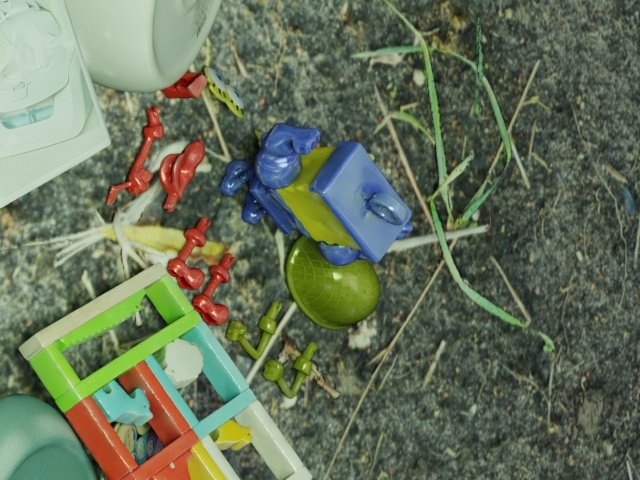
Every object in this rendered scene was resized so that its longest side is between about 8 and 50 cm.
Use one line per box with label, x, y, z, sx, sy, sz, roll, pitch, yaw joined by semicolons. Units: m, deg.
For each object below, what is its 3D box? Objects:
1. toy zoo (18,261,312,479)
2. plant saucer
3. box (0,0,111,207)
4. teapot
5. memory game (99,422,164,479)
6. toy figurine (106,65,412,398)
toy zoo;-0.121;0.175;1.753;0.293;0.030;0.192;55;37;2
plant saucer;-0.252;0.288;1.643;0.317;0.044;0.317;4;90;-71
box;-0.312;-0.156;1.470;0.127;0.262;0.231;-36;119;-40
teapot;-0.187;-0.259;1.671;0.256;0.187;0.252;-38;144;-70
memory game;-0.158;0.228;1.806;0.186;0.012;0.186;5;90;-69
toy figurine;0.000;0.000;1.861;0.362;0.217;0.191;53;56;-35
